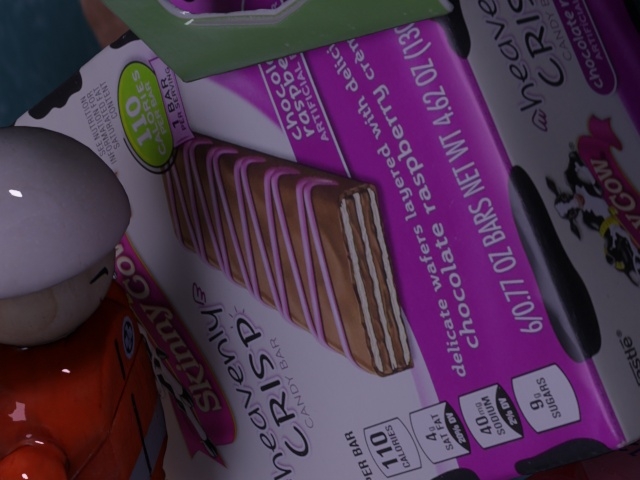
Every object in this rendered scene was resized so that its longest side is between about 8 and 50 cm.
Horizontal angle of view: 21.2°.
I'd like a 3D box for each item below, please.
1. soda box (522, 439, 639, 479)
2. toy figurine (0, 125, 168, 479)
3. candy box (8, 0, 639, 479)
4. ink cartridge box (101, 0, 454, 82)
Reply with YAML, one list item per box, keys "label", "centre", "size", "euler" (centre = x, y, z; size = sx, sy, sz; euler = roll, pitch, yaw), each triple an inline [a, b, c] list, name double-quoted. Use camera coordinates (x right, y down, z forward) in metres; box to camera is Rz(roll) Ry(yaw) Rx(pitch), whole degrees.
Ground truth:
- label: "soda box"
  centre: [0.141, 0.138, 0.379]
  size: [0.263, 0.092, 0.083]
  euler: [25, 125, 41]
- label: "toy figurine"
  centre: [-0.166, 0.038, 0.491]
  size: [0.209, 0.213, 0.148]
  euler: [32, 141, 47]
- label: "candy box"
  centre: [0.000, 0.000, 0.503]
  size: [0.233, 0.071, 0.159]
  euler: [-28, 83, 52]
- label: "ink cartridge box"
  centre: [-0.056, -0.134, 0.383]
  size: [0.109, 0.062, 0.209]
  euler: [-9, 134, 49]
